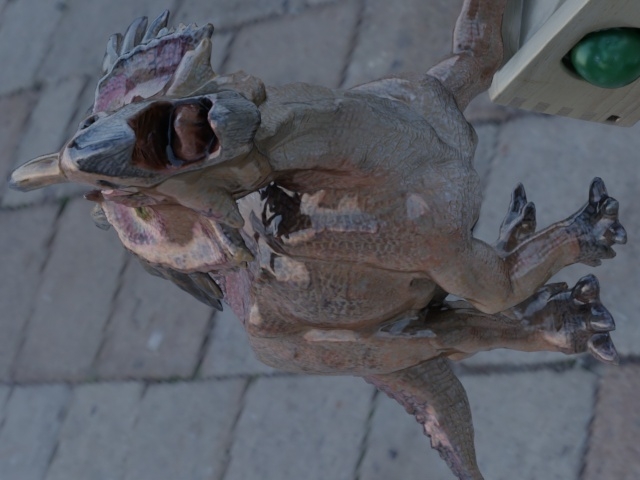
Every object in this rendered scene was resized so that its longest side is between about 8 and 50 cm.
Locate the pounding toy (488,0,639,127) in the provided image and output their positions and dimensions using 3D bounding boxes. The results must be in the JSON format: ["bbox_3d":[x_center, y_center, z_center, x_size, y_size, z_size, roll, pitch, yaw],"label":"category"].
[{"bbox_3d":[0.134,-0.105,0.662,0.130,0.100,0.141,133,141,-60],"label":"pounding toy"}]

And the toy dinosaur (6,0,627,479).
[{"bbox_3d":[0.000,0.000,0.593,0.200,0.295,0.127,-15,52,-5],"label":"toy dinosaur"}]
